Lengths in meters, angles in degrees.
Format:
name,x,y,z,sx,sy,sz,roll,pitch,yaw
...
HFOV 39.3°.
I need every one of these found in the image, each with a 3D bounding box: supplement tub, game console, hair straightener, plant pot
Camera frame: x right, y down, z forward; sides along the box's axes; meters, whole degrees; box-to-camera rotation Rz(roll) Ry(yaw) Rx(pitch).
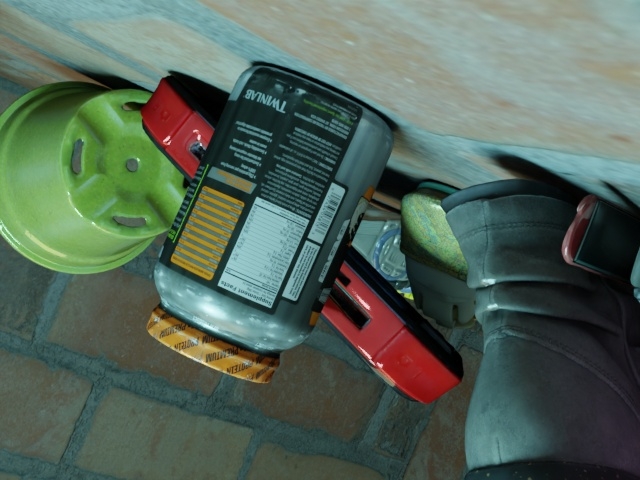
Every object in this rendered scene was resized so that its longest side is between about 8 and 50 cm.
name,x,y,z,sx,sy,sz,roll,pitch,yaw
supplement tub,-0.037,-0.009,0.603,0.117,0.191,0.117,24,180,0
game console,0.000,0.000,0.915,0.386,0.060,0.342,46,-173,10
hair straightener,0.232,0.031,0.531,0.089,0.047,0.230,23,179,44
plant pot,-0.280,-0.092,1.173,0.276,0.276,0.254,24,167,-27

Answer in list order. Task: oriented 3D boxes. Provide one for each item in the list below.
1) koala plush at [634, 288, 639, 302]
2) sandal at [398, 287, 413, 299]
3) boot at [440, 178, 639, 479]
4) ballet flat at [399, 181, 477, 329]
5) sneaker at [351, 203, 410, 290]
name,x,y,z,sx,sy,sz,roll,pitch,yaw
koala plush,0.254,0.140,0.785,0.196,0.221,0.203,24,179,42
sandal,0.094,0.021,1.659,0.317,0.126,0.138,16,177,-8
boot,0.200,0.102,0.582,0.118,0.223,0.338,-16,147,32
ballet flat,0.140,0.032,0.902,0.123,0.123,0.348,24,179,17
sneaker,0.041,-0.025,1.221,0.297,0.111,0.129,22,-159,-31
